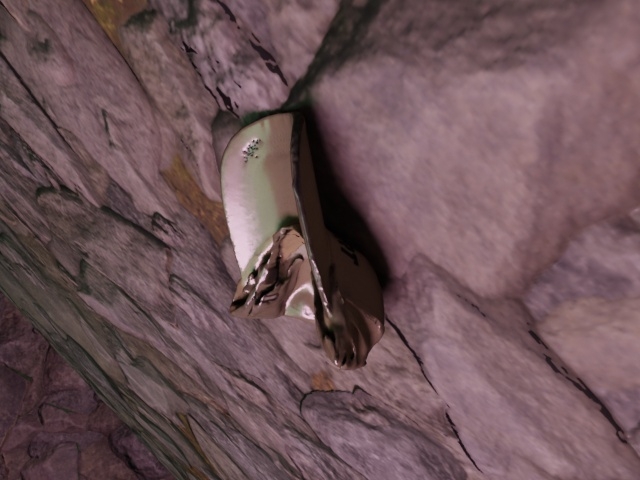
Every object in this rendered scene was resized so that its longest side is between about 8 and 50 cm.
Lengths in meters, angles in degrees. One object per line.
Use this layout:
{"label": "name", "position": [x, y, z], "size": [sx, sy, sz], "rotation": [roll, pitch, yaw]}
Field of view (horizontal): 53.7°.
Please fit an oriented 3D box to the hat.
{"label": "hat", "position": [0.000, 0.000, 0.418], "size": [0.147, 0.085, 0.175], "rotation": [21, 120, 55]}
